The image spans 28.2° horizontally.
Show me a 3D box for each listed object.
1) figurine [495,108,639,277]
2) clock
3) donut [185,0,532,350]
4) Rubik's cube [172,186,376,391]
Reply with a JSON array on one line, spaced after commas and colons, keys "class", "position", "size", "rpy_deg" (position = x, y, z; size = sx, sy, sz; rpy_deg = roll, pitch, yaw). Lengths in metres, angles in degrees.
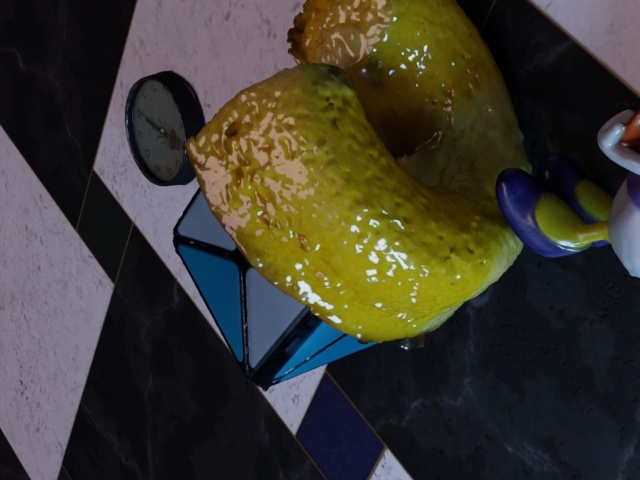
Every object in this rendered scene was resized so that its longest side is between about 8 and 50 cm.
[{"class": "figurine", "position": [0.356, -0.050, 1.202], "size": [0.421, 0.154, 0.193], "rpy_deg": [-30, 81, 52]}, {"class": "clock", "position": [-0.248, -0.174, 2.008], "size": [0.184, 0.040, 0.185], "rpy_deg": [18, 114, 47]}, {"class": "donut", "position": [0.085, -0.104, 1.370], "size": [0.377, 0.435, 0.163], "rpy_deg": [41, 134, -20]}, {"class": "Rubik's cube", "position": [0.000, 0.000, 1.584], "size": [0.250, 0.248, 0.246], "rpy_deg": [59, 139, 20]}]
